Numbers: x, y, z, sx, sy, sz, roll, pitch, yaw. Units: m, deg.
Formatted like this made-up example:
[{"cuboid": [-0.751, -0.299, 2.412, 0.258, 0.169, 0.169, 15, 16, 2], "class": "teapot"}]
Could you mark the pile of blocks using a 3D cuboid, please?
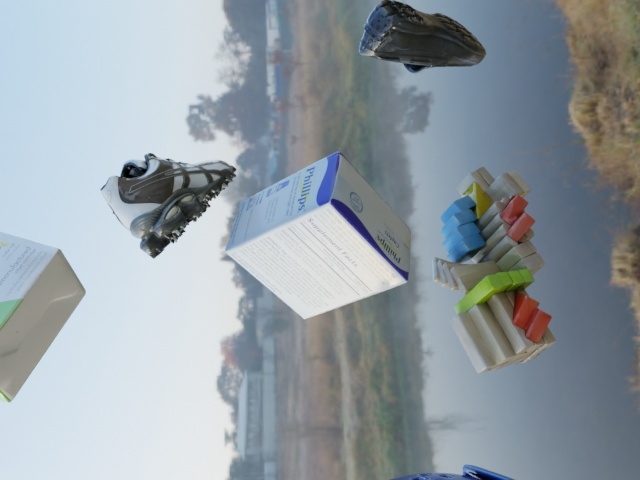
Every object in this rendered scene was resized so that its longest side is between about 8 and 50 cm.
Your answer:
[{"cuboid": [0.249, 0.008, 0.981, 0.113, 0.148, 0.362, 125, 153, -46], "class": "pile of blocks"}]

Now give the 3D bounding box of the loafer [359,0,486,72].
[{"cuboid": [0.143, -0.272, 0.948, 0.078, 0.223, 0.076, -53, 54, 36], "class": "loafer"}]

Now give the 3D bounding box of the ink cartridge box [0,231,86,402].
[{"cuboid": [-0.566, 0.080, 1.024, 0.119, 0.353, 0.207, 80, -151, -51], "class": "ink cartridge box"}]

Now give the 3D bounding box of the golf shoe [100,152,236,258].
[{"cuboid": [-0.153, -0.061, 0.709, 0.077, 0.094, 0.198, -47, 5, 21], "class": "golf shoe"}]

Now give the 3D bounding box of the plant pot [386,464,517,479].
[{"cuboid": [0.245, 0.482, 1.044, 0.236, 0.212, 0.236, -4, 92, 60], "class": "plant pot"}]

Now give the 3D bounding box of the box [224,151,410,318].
[{"cuboid": [0.000, 0.000, 0.679, 0.126, 0.137, 0.072, 44, -140, -31], "class": "box"}]
